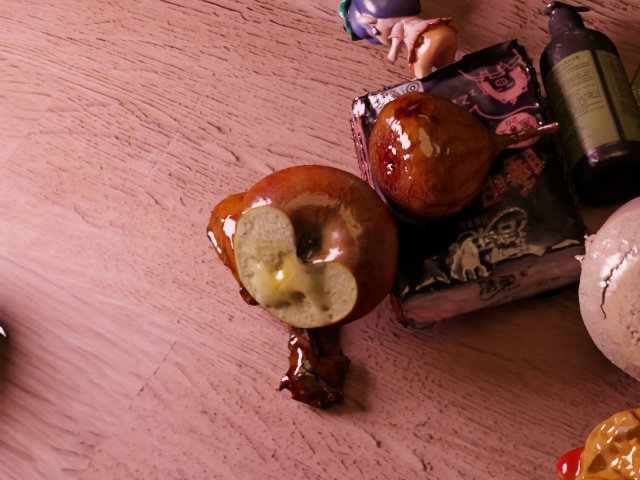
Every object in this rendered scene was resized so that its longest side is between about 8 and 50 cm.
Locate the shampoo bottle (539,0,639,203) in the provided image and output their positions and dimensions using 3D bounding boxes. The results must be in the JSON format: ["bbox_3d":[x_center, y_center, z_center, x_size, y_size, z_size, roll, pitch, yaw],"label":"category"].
[{"bbox_3d":[0.327,-0.183,1.800,0.101,0.101,0.284,-13,57,3],"label":"shampoo bottle"}]

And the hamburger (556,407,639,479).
[{"bbox_3d":[0.348,0.270,1.491,0.237,0.149,0.237,-5,60,9],"label":"hamburger"}]

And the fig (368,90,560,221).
[{"bbox_3d":[0.159,-0.108,1.648,0.201,0.134,0.146,-21,79,-17],"label":"fig"}]

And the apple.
[{"bbox_3d":[0.000,0.000,1.642,0.195,0.173,0.160,36,62,8],"label":"apple"}]

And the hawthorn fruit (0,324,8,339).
[{"bbox_3d":[-0.500,0.071,1.730,0.300,0.254,0.254,19,65,21],"label":"hawthorn fruit"}]

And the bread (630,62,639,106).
[{"bbox_3d":[0.446,-0.219,1.851,0.074,0.084,0.139,26,98,24],"label":"bread"}]

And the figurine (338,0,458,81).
[{"bbox_3d":[0.106,-0.284,1.911,0.111,0.102,0.195,-18,45,-40],"label":"figurine"}]

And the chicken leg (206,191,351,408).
[{"bbox_3d":[-0.042,0.060,1.742,0.113,0.093,0.304,-19,61,-14],"label":"chicken leg"}]

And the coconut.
[{"bbox_3d":[0.386,0.050,1.582,0.224,0.234,0.224,2,103,10],"label":"coconut"}]

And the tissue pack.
[{"bbox_3d":[0.173,-0.063,1.751,0.245,0.123,0.332,-18,54,8],"label":"tissue pack"}]
